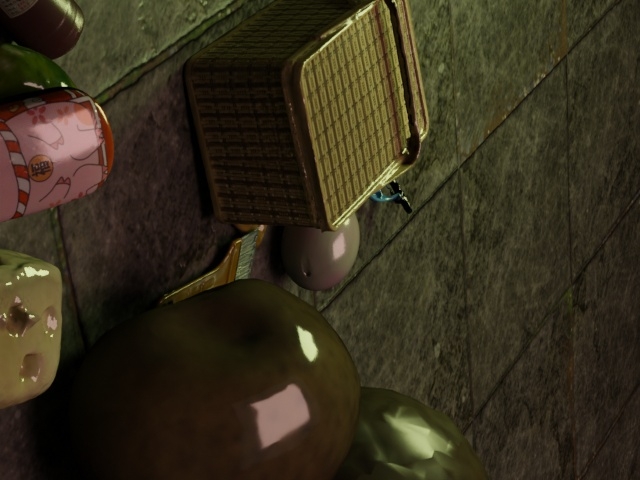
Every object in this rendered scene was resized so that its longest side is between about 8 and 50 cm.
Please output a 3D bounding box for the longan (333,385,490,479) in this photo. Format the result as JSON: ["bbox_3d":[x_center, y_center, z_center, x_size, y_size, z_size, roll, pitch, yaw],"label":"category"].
[{"bbox_3d":[0.038,0.378,2.056,0.391,0.391,0.391,-31,126,-56],"label":"longan"}]

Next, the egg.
[{"bbox_3d":[0.000,0.000,2.160,0.103,0.103,0.135,25,75,-62],"label":"egg"}]

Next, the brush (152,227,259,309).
[{"bbox_3d":[-0.139,0.052,1.997,0.218,0.010,0.082,-31,137,-55],"label":"brush"}]

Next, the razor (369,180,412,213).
[{"bbox_3d":[0.052,-0.085,2.303,0.253,0.042,0.082,18,41,-62],"label":"razor"}]

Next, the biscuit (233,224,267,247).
[{"bbox_3d":[-0.083,-0.042,2.079,0.083,0.018,0.081,-69,151,-20],"label":"biscuit"}]

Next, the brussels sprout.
[{"bbox_3d":[-0.286,-0.112,1.543,0.151,0.122,0.149,-18,112,-61],"label":"brussels sprout"}]

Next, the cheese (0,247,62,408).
[{"bbox_3d":[-0.340,0.091,1.542,0.263,0.093,0.159,-7,104,-62],"label":"cheese"}]

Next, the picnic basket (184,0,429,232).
[{"bbox_3d":[0.002,-0.173,2.007,0.313,0.175,0.228,-44,130,-50],"label":"picnic basket"}]

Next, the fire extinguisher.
[{"bbox_3d":[-0.309,-0.241,1.516,0.099,0.071,0.231,-61,149,-11],"label":"fire extinguisher"}]

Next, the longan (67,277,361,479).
[{"bbox_3d":[-0.117,0.189,1.809,0.350,0.288,0.288,-11,110,-36],"label":"longan"}]

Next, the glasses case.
[{"bbox_3d":[-0.312,-0.063,1.443,0.267,0.067,0.103,-18,114,-20],"label":"glasses case"}]
